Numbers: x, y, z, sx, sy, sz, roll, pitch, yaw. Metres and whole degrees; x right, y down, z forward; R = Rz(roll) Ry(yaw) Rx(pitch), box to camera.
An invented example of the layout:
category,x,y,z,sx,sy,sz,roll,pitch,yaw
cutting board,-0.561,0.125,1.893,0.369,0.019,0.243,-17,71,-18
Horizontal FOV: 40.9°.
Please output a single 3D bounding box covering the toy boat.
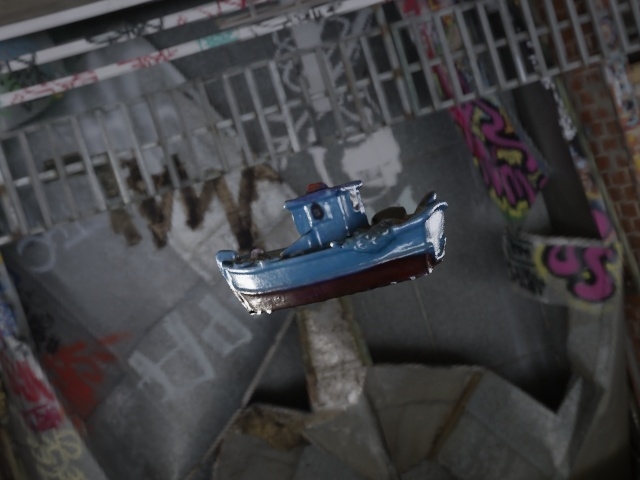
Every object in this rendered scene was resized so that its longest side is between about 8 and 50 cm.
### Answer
category,x,y,z,sx,sy,sz,roll,pitch,yaw
toy boat,0.000,0.000,0.731,0.223,0.097,0.100,-15,-175,30
